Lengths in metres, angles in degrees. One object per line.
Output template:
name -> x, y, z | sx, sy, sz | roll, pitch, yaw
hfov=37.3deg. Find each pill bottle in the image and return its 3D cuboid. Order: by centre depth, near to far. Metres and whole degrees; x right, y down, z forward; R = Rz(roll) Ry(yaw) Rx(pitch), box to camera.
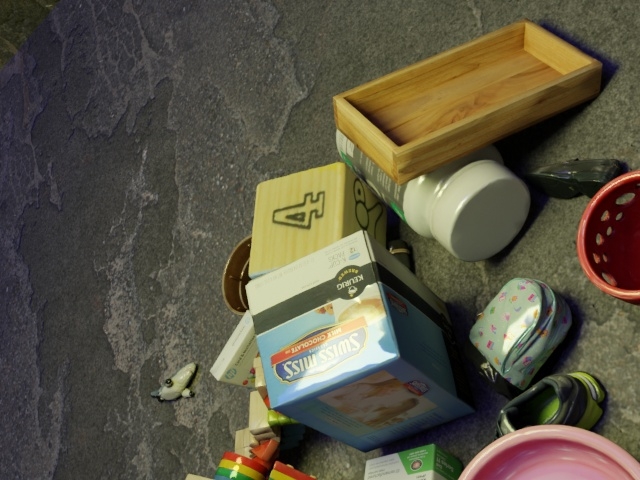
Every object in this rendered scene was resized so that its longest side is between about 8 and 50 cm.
pill bottle -> 0.198, -0.130, 1.704 | 0.204, 0.204, 0.361 | -54, 44, 13

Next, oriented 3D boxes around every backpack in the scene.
backpack -> 0.323, 0.152, 1.535 | 0.182, 0.115, 0.152 | -52, 43, 11

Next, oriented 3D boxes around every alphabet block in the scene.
alphabet block -> 0.000, 0.000, 1.746 | 0.193, 0.192, 0.197 | -12, 58, 26

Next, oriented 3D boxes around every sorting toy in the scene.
sorting toy -> -0.066, 0.463, 1.693 | 0.257, 0.255, 0.089 | -1, 57, 44

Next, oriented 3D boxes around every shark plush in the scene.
shark plush -> -0.332, 0.332, 2.158 | 0.161, 0.073, 0.067 | -48, 23, 47

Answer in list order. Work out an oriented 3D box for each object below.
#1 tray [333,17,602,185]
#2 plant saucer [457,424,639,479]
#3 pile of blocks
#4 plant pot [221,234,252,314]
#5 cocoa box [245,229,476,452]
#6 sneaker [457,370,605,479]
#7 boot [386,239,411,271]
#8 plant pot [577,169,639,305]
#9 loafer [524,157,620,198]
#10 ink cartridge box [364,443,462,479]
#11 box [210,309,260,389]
tray -> 0.250, -0.244, 1.615 | 0.411, 0.076, 0.203 | -25, 44, -17
plant saucer -> 0.339, 0.432, 1.341 | 0.332, 0.084, 0.332 | -10, 69, 26
pile of blocks -> -0.073, 0.351, 1.762 | 0.362, 0.149, 0.113 | 107, 167, -47
plant pot -> -0.083, 0.086, 1.914 | 0.167, 0.165, 0.167 | -18, 63, 38
cocoa box -> 0.074, 0.181, 1.566 | 0.231, 0.347, 0.228 | -24, 58, 18
sneaker -> 0.303, 0.312, 1.481 | 0.300, 0.121, 0.111 | -53, 45, 14
boot -> 0.092, 0.098, 1.812 | 0.198, 0.077, 0.137 | -30, 60, 34
plant pot -> 0.497, 0.012, 1.379 | 0.191, 0.174, 0.191 | -19, 61, 37
loafer -> 0.424, -0.109, 1.592 | 0.170, 0.062, 0.061 | 9, 58, 42
ink cartridge box -> 0.145, 0.459, 1.560 | 0.153, 0.087, 0.208 | -24, 41, 35
box -> -0.107, 0.224, 1.866 | 0.038, 0.186, 0.145 | 41, 102, 45
